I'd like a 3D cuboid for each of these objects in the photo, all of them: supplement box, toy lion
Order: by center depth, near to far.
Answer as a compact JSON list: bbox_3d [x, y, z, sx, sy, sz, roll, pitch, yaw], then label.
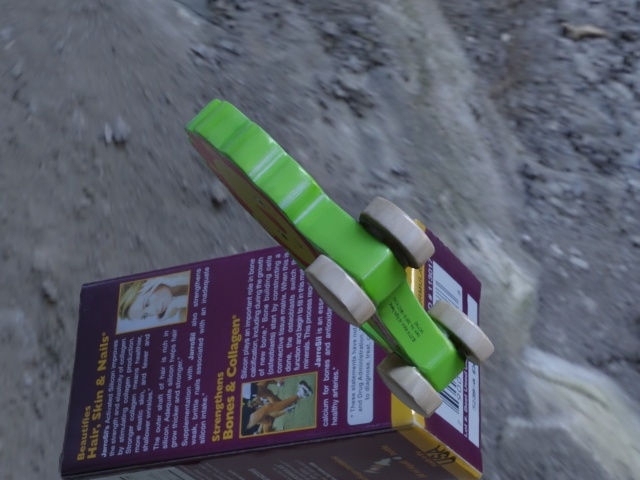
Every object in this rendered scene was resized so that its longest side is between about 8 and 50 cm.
[{"bbox_3d":[0.000,0.000,0.570,0.034,0.096,0.100,-45,142,-7],"label":"toy lion"},{"bbox_3d":[-0.023,0.066,0.887,0.188,0.081,0.104,-11,61,25],"label":"supplement box"}]
